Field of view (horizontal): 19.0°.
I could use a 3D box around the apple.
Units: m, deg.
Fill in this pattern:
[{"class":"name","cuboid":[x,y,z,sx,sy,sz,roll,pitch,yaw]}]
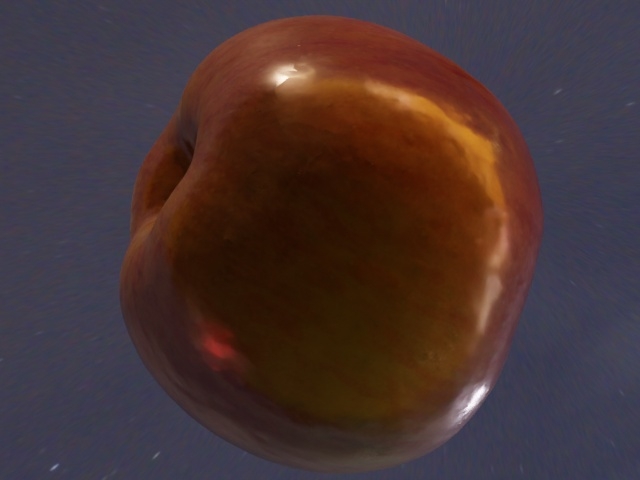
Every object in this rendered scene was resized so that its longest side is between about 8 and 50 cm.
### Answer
[{"class":"apple","cuboid":[0.001,0.000,0.533,0.102,0.126,0.126,24,-86,-22]}]
